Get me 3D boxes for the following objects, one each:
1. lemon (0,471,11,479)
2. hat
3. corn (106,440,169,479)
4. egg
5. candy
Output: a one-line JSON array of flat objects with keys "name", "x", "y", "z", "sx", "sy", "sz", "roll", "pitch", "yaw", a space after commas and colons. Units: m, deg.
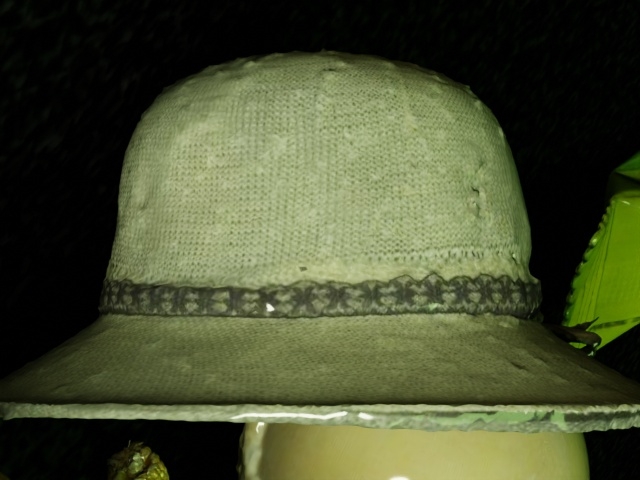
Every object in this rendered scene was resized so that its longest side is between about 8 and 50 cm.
[{"name": "lemon", "x": -0.155, "y": 0.187, "z": 0.546, "sx": 0.253, "sy": 0.253, "sz": 0.310, "roll": -36, "pitch": 146, "yaw": -34}, {"name": "hat", "x": 0.000, "y": 0.000, "z": 0.691, "sx": 0.257, "sy": 0.257, "sz": 0.130, "roll": 7, "pitch": 84, "yaw": -61}, {"name": "corn", "x": -0.078, "y": 0.113, "z": 0.843, "sx": 0.027, "sy": 0.028, "sz": 0.083, "roll": -28, "pitch": 150, "yaw": -16}, {"name": "egg", "x": 0.045, "y": 0.109, "z": 0.901, "sx": 0.164, "sy": 0.164, "sz": 0.201, "roll": -56, "pitch": 162, "yaw": 2}, {"name": "candy", "x": 0.212, "y": -0.018, "z": 1.131, "sx": 0.246, "sy": 0.069, "sz": 0.149, "roll": -38, "pitch": 147, "yaw": -33}]
